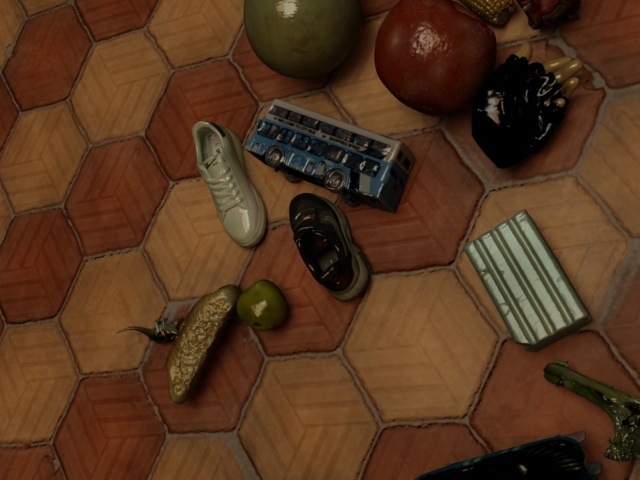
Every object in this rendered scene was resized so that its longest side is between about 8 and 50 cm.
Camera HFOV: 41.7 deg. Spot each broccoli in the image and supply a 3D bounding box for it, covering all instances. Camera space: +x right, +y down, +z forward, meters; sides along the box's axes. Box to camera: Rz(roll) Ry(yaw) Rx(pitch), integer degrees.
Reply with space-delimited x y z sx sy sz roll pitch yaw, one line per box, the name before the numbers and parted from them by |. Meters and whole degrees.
broccoli | 0.415 0.235 1.223 0.204 0.118 0.123 36 120 46

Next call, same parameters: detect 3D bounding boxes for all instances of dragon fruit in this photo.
dragon fruit | 0.384 -0.398 1.411 0.102 0.096 0.147 -30 22 12

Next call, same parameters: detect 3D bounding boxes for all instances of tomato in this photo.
tomato | 0.190 -0.312 1.421 0.208 0.208 0.184 47 115 29

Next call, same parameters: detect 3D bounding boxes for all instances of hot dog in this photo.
hot dog | -0.226 0.184 1.553 0.073 0.084 0.243 28 91 10

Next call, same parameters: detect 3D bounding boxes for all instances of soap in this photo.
soap | 0.325 0.065 1.324 0.119 0.066 0.198 -33 64 17

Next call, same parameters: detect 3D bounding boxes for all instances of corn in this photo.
corn | 0.265 -0.457 1.501 0.068 0.068 0.207 -45 64 9

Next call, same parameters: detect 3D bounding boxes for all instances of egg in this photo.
egg | -0.033 -0.440 1.564 0.218 0.218 0.296 -16 54 22

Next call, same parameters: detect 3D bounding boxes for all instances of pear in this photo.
pear | -0.102 0.118 1.518 0.092 0.092 0.097 2 52 27

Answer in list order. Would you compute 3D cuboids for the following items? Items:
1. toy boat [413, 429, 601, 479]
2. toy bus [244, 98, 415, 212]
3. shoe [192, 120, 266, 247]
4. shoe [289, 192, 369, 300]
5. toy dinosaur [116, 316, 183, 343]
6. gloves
toy boat | 0.268 0.372 1.261 0.298 0.092 0.134 -24 97 26
toy bus | 0.015 -0.152 1.522 0.297 0.106 0.131 24 86 28
shoe | -0.187 -0.113 1.609 0.095 0.110 0.265 -28 63 16
shoe | 0.000 0.000 1.481 0.099 0.112 0.228 -37 65 15
toy dinosaur | -0.309 0.171 1.632 0.180 0.037 0.058 4 73 27
gloves | 0.343 -0.233 1.377 0.203 0.124 0.164 -35 101 -22
